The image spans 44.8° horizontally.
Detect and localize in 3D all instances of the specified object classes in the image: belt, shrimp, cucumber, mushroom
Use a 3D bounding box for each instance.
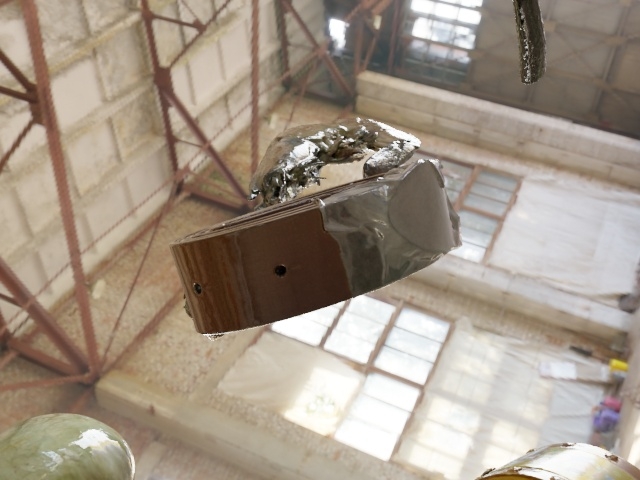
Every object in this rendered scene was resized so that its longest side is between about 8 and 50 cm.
[{"bbox_3d":[0.000,0.000,0.913,0.217,0.339,0.122,-176,69,-72],"label":"belt"},{"bbox_3d":[0.018,-0.122,1.305,0.445,0.272,0.085,-56,-36,-60],"label":"shrimp"},{"bbox_3d":[0.382,-0.387,1.424,0.058,0.052,0.214,-119,7,-50],"label":"cucumber"},{"bbox_3d":[-0.433,0.416,1.158,0.352,0.260,0.352,-44,-3,-3],"label":"mushroom"}]

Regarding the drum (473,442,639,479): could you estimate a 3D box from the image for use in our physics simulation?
[{"bbox_3d":[0.438,0.591,1.405,0.214,0.431,0.431,-7,-63,-45],"label":"drum"}]

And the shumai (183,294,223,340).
[{"bbox_3d":[-0.194,0.131,1.566,0.146,0.116,0.145,-6,-81,-43],"label":"shumai"}]
